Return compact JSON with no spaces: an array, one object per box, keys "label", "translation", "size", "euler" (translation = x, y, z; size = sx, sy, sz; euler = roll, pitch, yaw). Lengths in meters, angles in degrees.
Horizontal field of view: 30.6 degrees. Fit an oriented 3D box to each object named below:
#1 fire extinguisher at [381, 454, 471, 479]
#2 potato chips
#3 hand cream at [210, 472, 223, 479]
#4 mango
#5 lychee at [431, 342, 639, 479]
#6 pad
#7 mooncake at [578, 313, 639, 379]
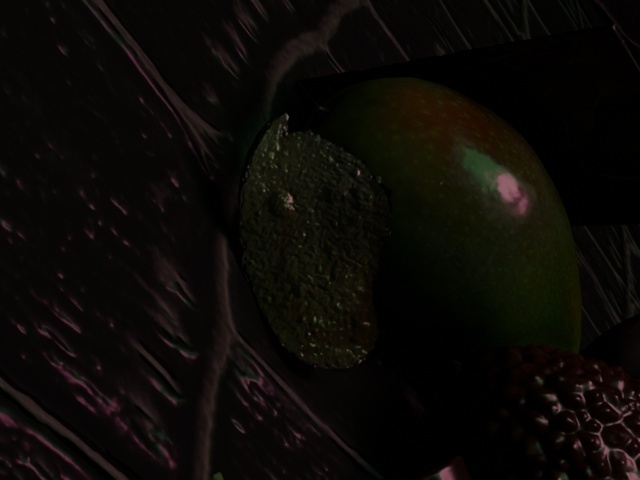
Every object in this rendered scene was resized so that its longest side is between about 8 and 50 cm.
[{"label":"fire extinguisher","translation":[0.124,0.346,0.906],"size":[0.141,0.105,0.341],"euler":[-13,79,-45]},{"label":"potato chips","translation":[0.000,0.000,0.941],"size":[0.209,0.142,0.026],"euler":[57,1,-6]},{"label":"hand cream","translation":[-0.082,0.207,0.702],"size":[0.095,0.046,0.175],"euler":[66,19,4]},{"label":"mango","translation":[0.129,0.005,1.081],"size":[0.382,0.225,0.201],"euler":[49,59,-32]},{"label":"lychee","translation":[0.209,0.207,1.028],"size":[0.271,0.236,0.236],"euler":[51,29,-19]},{"label":"pad","translation":[0.170,-0.089,1.110],"size":[0.247,0.367,0.007],"euler":[47,58,-33]},{"label":"mooncake","translation":[0.432,0.243,1.271],"size":[0.350,0.381,0.212],"euler":[94,-17,-49]}]
